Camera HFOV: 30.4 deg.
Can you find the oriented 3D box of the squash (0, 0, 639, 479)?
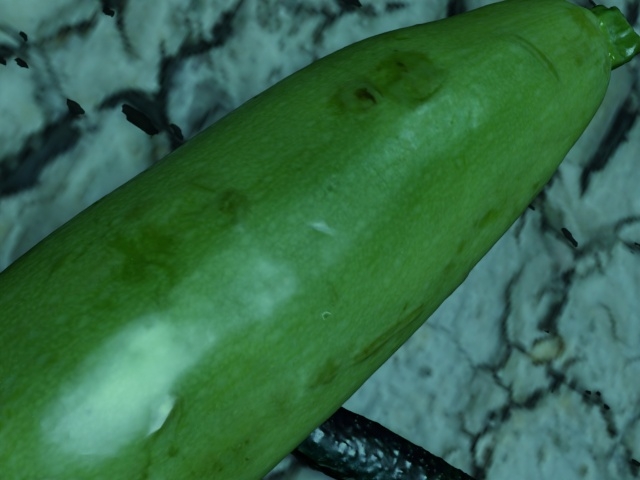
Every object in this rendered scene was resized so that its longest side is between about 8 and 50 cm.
[{"bbox_3d":[-0.002,-0.005,0.452,0.370,0.118,0.118,-39,102,-21],"label":"squash"}]

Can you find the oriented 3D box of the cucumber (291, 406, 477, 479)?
[{"bbox_3d":[0.031,0.099,0.506,0.133,0.032,0.032,30,77,-19],"label":"cucumber"}]
